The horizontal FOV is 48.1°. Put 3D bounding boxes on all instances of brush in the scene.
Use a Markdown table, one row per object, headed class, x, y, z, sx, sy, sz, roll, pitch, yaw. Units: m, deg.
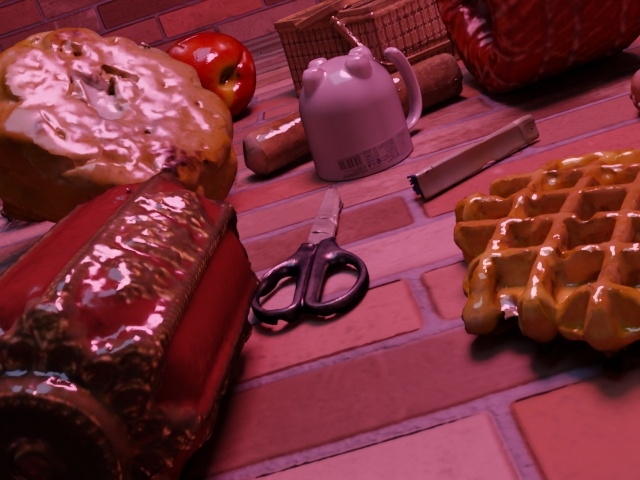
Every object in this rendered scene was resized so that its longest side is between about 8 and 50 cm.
| class | x | y | z | sx | sy | sz | roll | pitch | yaw |
| --- | --- | --- | --- | --- | --- | --- | --- | --- | --- |
| brush | 0.172 | -0.093 | 0.801 | 0.178 | 0.033 | 0.030 | -28 | 10 | -23 |

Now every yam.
| class | x | y | z | sx | sy | sz | roll | pitch | yaw |
| --- | --- | --- | --- | --- | --- | --- | --- | --- | --- |
| yam | 0.051 | -0.187 | 1.061 | 0.356 | 0.081 | 0.081 | -25 | 23 | -14 |

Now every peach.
| class | x | y | z | sx | sy | sz | roll | pitch | yaw |
| --- | --- | --- | --- | --- | --- | --- | --- | --- | --- |
| peach | -0.242 | -0.334 | 1.487 | 0.189 | 0.196 | 0.226 | 7 | 6 | -38 |

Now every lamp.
| class | x | y | z | sx | sy | sz | roll | pitch | yaw |
| --- | --- | --- | --- | --- | --- | --- | --- | --- | --- |
| lamp | -0.139 | 0.063 | 0.501 | 0.177 | 0.177 | 0.274 | -13 | 23 | 15 |

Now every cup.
| class | x | y | z | sx | sy | sz | roll | pitch | yaw |
| --- | --- | --- | --- | --- | --- | --- | --- | --- | --- |
| cup | 0.058 | -0.176 | 0.936 | 0.173 | 0.142 | 0.134 | -19 | 21 | -1 |

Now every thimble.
| class | x | y | z | sx | sy | sz | roll | pitch | yaw |
| --- | --- | --- | --- | --- | --- | --- | --- | --- | --- |
| thimble | 0.292 | -0.395 | 1.019 | 0.230 | 0.350 | 0.350 | -19 | 22 | 0 |

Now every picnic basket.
| class | x | y | z | sx | sy | sz | roll | pitch | yaw |
| --- | --- | --- | --- | --- | --- | --- | --- | --- | --- |
| picnic basket | 0.092 | -0.399 | 1.386 | 0.228 | 0.175 | 0.312 | -31 | 26 | -29 |

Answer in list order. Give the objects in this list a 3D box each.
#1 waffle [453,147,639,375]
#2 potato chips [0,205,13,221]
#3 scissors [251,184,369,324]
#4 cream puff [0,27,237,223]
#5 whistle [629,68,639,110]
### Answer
| class | x | y | z | sx | sy | sz | roll | pitch | yaw |
| --- | --- | --- | --- | --- | --- | --- | --- | --- | --- |
| waffle | 0.250 | -0.016 | 0.521 | 0.329 | 0.062 | 0.329 | -17 | 22 | 7 |
| potato chips | -0.420 | -0.161 | 1.341 | 0.373 | 0.097 | 0.389 | -22 | 23 | -11 |
| scissors | 0.000 | 0.000 | 0.731 | 0.109 | 0.022 | 0.300 | -10 | 22 | 11 |
| cream puff | -0.287 | -0.102 | 0.940 | 0.324 | 0.257 | 0.291 | 10 | 52 | -24 |
| whistle | 0.429 | -0.190 | 0.792 | 0.220 | 0.057 | 0.107 | -25 | 22 | -21 |
